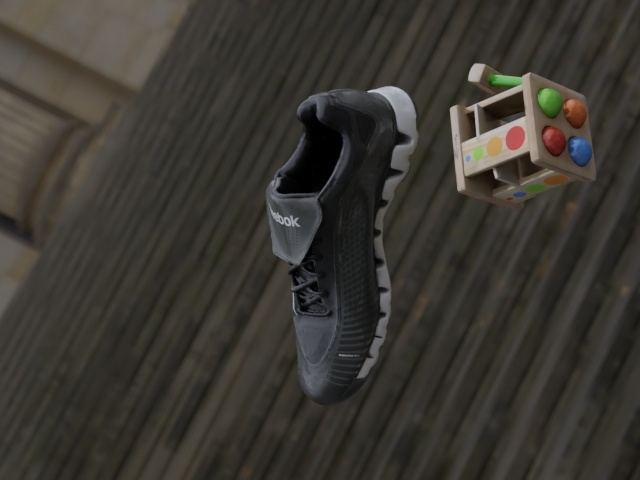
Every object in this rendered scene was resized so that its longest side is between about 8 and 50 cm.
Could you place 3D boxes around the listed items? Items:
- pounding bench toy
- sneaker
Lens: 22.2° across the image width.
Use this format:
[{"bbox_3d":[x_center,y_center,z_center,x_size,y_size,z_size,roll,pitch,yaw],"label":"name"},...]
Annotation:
[{"bbox_3d":[0.114,-0.069,0.909,0.065,0.052,0.083,-23,63,41],"label":"pounding bench toy"},{"bbox_3d":[0.000,0.000,1.151,0.106,0.078,0.234,8,-87,-44],"label":"sneaker"}]
